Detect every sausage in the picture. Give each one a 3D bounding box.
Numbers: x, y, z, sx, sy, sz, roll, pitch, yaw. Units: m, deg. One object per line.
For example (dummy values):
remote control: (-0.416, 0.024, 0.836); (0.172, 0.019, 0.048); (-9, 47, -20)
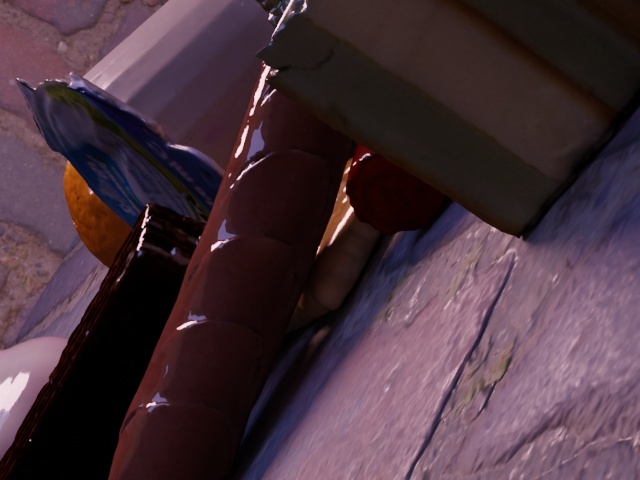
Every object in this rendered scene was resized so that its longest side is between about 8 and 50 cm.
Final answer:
sausage: (-0.050, 0.020, 1.327); (0.088, 0.088, 0.433); (-116, 48, -78)

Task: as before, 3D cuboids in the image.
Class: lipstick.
lipstick: (0.074, -0.115, 1.328); (0.073, 0.073, 0.280); (-50, 14, 39)

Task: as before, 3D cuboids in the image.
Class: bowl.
bowl: (-0.306, 0.210, 1.956); (0.287, 0.144, 0.287); (-54, 11, 16)

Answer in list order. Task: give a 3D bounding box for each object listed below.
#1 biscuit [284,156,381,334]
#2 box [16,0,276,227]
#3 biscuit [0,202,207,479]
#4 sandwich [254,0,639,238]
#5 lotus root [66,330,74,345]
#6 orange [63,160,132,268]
biscuit: (-0.001, 0.000, 1.449); (0.160, 0.030, 0.249); (-61, 11, -19)
box: (-0.078, -0.116, 1.626); (0.206, 0.262, 0.291); (-50, 14, -19)
biscuit: (-0.163, 0.141, 1.499); (0.388, 0.107, 0.073); (-57, 16, 35)
sandwich: (0.074, -0.152, 1.074); (0.155, 0.198, 0.227); (-53, 12, 29)
lotus root: (-0.193, 0.124, 1.828); (0.179, 0.089, 0.080); (-98, 21, -58)
orange: (-0.141, -0.065, 1.857); (0.219, 0.193, 0.219); (20, -90, -81)
